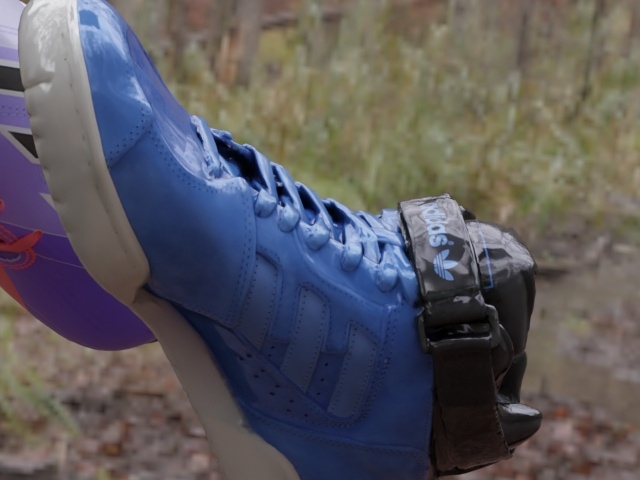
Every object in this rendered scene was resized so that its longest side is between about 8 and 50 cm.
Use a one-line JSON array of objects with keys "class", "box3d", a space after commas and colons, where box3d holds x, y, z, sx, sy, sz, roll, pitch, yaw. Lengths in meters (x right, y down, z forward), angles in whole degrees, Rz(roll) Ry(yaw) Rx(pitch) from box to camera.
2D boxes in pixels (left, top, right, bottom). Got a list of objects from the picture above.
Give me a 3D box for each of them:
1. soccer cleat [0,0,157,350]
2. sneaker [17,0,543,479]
[{"class": "soccer cleat", "box3d": [-0.152, -0.064, 0.601, 0.109, 0.318, 0.116, -18, 30, 25]}, {"class": "sneaker", "box3d": [0.000, -0.001, 0.369, 0.085, 0.152, 0.058, -20, 32, 9]}]
